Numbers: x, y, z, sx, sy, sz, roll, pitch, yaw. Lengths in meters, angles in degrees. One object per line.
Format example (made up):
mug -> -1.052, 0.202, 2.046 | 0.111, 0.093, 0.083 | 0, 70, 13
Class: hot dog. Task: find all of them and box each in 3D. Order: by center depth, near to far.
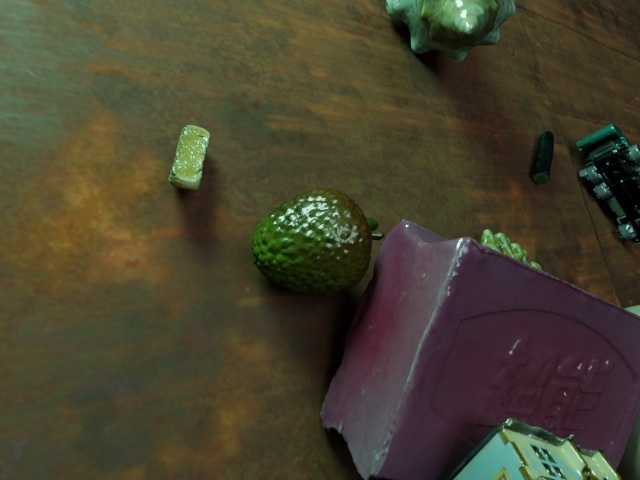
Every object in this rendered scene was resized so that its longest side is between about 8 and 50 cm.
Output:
hot dog -> -0.134, -0.079, 0.481 | 0.030, 0.034, 0.090 | 16, 44, -19

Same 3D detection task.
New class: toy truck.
toy truck -> 0.645, -0.124, 1.007 | 0.253, 0.114, 0.124 | 54, 41, -7

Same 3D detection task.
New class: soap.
soap -> 0.203, 0.145, 0.532 | 0.359, 0.128, 0.233 | 20, 90, -28

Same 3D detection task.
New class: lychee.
lychee -> 0.000, 0.000, 0.498 | 0.146, 0.114, 0.114 | -9, 78, -18

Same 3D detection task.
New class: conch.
conch -> 0.188, -0.402, 0.767 | 0.203, 0.169, 0.386 | 52, 13, -36

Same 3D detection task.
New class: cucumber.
cucumber -> 0.433, -0.166, 0.918 | 0.032, 0.032, 0.133 | 37, 54, -19

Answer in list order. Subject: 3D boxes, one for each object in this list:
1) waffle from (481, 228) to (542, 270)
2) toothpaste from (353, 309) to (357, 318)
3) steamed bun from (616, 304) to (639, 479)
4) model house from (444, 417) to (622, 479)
waffle -> 0.283, 0.080, 0.716 | 0.169, 0.036, 0.184 | 32, 57, -20
toothpaste -> 0.174, 0.099, 0.609 | 0.296, 0.048, 0.075 | 2, 76, -29
steamed bun -> 0.456, 0.234, 0.683 | 0.283, 0.177, 0.283 | 12, 74, -48
model house -> 0.168, 0.313, 0.369 | 0.178, 0.271, 0.206 | 28, 20, -20
